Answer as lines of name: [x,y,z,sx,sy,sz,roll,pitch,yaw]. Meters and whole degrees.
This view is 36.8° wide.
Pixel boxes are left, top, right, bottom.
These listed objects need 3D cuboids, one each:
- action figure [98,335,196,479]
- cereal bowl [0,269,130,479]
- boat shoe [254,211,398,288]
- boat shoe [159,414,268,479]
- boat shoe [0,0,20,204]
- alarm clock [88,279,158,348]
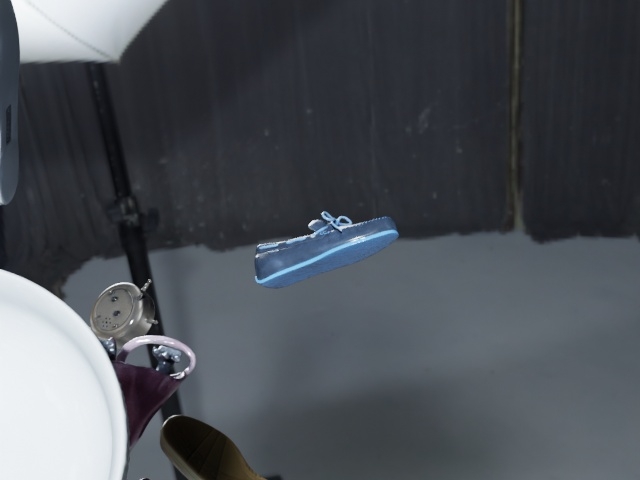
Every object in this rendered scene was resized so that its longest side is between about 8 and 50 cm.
action figure: [-0.360,0.329,1.495,0.248,0.370,0.276,15,5,2]
cereal bowl: [-0.336,0.195,0.851,0.339,0.141,0.338,2,66,-5]
boat shoe: [0.000,0.000,1.620,0.258,0.109,0.089,-18,68,9]
boat shoe: [-0.166,0.423,1.648,0.302,0.098,0.109,40,35,-8]
boat shoe: [-0.454,-0.190,1.253,0.102,0.301,0.108,9,31,-1]
alarm clock: [-0.422,0.159,1.957,0.192,0.064,0.129,-28,54,16]
